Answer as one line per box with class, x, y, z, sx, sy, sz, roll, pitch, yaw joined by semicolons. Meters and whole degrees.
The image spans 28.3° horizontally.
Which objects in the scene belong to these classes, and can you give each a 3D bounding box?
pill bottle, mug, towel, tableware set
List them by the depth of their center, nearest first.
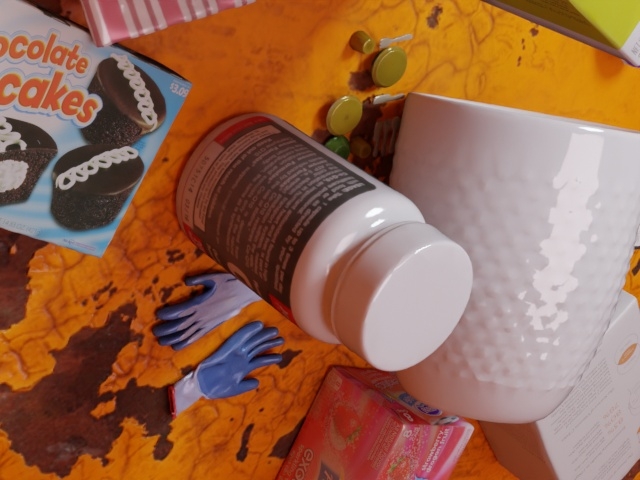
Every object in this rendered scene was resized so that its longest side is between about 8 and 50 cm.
towel;-0.130;-0.258;1.084;0.197;0.029;0.144;-23;106;-29
pill bottle;0.000;0.000;1.231;0.161;0.283;0.161;-24;132;-31
tableware set;0.045;-0.154;1.374;0.104;0.024;0.154;-16;128;-33
mug;0.224;0.019;1.439;0.374;0.276;0.327;-4;107;-60

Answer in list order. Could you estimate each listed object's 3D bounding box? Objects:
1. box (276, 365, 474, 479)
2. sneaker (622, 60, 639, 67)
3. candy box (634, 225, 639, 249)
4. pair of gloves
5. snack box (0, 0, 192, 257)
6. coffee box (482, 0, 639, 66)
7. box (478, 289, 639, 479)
box;0.043;0.323;1.610;0.154;0.142;0.299;13;108;-47
sneaker;0.435;-0.330;1.533;0.102;0.146;0.293;-23;130;-32
candy box;0.414;-0.057;1.689;0.196;0.165;0.070;-5;120;-43
pair of gloves;-0.110;0.107;1.404;0.159;0.023;0.198;-28;134;-28
snack box;-0.273;-0.111;1.060;0.322;0.060;0.187;20;101;-49
coffee box;0.164;-0.404;1.065;0.334;0.338;0.337;27;96;-50
box;0.344;0.210;1.806;0.215;0.168;0.345;-43;138;-14
